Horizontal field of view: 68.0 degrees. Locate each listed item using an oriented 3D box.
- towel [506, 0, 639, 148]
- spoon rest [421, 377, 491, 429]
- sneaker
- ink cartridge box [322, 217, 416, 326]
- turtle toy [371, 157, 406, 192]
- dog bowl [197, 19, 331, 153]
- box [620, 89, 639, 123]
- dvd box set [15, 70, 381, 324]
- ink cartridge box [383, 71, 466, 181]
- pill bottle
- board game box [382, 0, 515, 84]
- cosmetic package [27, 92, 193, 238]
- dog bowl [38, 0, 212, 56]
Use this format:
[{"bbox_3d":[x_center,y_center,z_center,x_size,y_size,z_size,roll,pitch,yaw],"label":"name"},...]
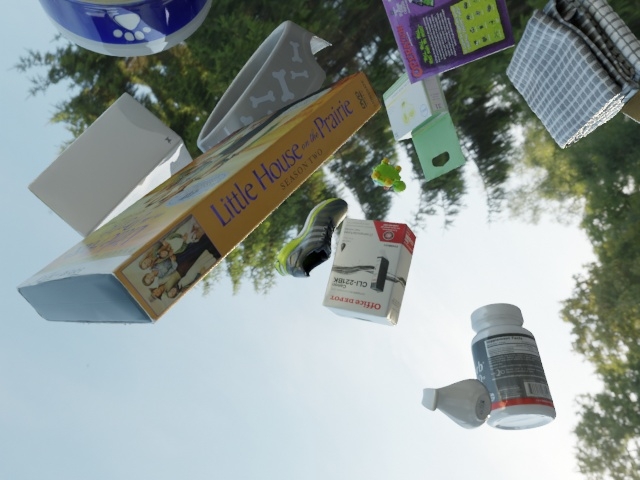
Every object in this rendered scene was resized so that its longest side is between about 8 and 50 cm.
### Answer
[{"bbox_3d":[0.500,-0.337,0.958,0.235,0.121,0.284,62,-177,13],"label":"towel"},{"bbox_3d":[0.364,0.431,1.272,0.276,0.084,0.137,21,-105,-34],"label":"spoon rest"},{"bbox_3d":[0.000,0.000,1.421,0.300,0.121,0.111,-54,-44,-15],"label":"sneaker"},{"bbox_3d":[0.141,0.087,1.349,0.114,0.197,0.273,38,-117,-57],"label":"ink cartridge box"},{"bbox_3d":[0.228,-0.206,1.576,0.130,0.066,0.095,32,-118,10],"label":"turtle toy"},{"bbox_3d":[-0.123,-0.288,0.964,0.102,0.348,0.349,36,-138,-24],"label":"dog bowl"},{"bbox_3d":[0.609,-0.251,0.783,0.021,0.164,0.201,30,-151,-11],"label":"box"},{"bbox_3d":[-0.144,-0.060,0.604,0.420,0.307,0.062,-48,-64,-37],"label":"dvd box set"},{"bbox_3d":[0.231,-0.262,1.088,0.056,0.171,0.235,-14,-93,-19],"label":"ink cartridge box"},{"bbox_3d":[0.602,0.401,1.528,0.210,0.210,0.363,26,-133,-30],"label":"pill bottle"},{"bbox_3d":[0.210,-0.493,0.873,0.347,0.208,0.056,65,-154,-22],"label":"board game box"},{"bbox_3d":[-0.354,-0.105,0.870,0.138,0.225,0.224,40,-102,3],"label":"cosmetic package"},{"bbox_3d":[-0.295,-0.416,0.700,0.264,0.104,0.265,2,-106,-8],"label":"dog bowl"}]
